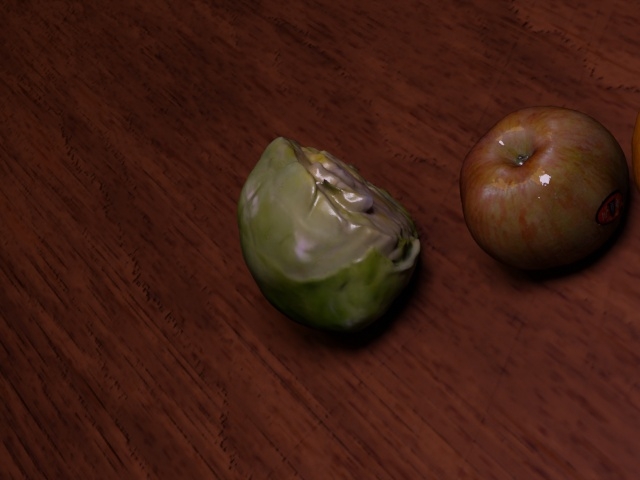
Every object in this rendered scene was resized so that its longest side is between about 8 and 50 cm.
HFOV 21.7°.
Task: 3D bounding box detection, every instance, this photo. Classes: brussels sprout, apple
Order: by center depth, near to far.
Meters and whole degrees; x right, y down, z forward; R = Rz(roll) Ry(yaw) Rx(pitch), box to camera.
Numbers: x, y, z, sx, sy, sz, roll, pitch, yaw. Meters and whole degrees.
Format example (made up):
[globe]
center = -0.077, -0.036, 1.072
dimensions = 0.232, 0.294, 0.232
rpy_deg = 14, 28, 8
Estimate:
[apple]
center = 0.159, -0.040, 1.208
dimensions = 0.126, 0.102, 0.126
rpy_deg = -25, 39, 23
[brussels sprout]
center = -0.002, 0.003, 1.291
dimensions = 0.122, 0.149, 0.151
rpy_deg = -56, -4, 9

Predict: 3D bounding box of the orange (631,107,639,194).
[orange]
center = 0.283, -0.064, 1.101
dimensions = 0.156, 0.124, 0.156
rpy_deg = -33, 45, 39
